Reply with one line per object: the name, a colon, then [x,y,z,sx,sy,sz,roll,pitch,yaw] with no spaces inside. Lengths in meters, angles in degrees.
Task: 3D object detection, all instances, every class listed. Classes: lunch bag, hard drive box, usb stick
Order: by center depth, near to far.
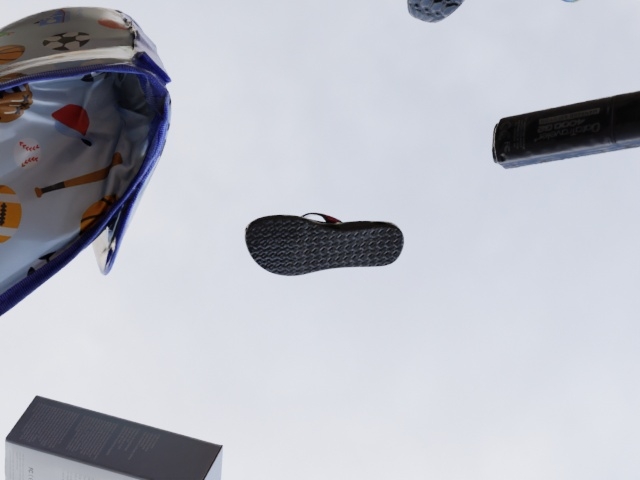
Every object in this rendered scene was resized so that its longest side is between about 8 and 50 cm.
lunch bag: [-0.313,-0.070,1.760,0.385,0.239,0.328,-36,-161,1]
hard drive box: [-0.237,0.297,2.070,0.232,0.181,0.089,15,-145,11]
usb stick: [0.338,-0.143,2.335,0.278,0.045,0.077,-8,-109,43]

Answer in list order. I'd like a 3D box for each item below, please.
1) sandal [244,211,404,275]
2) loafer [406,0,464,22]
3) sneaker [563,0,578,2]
sandal: [0.000,0.000,1.887,0.179,0.067,0.040,1,-151,-25]
loafer: [0.160,-0.351,2.134,0.076,0.223,0.078,19,-135,-5]
sneaker: [0.260,-0.337,2.151,0.144,0.059,0.053,22,-116,-6]
